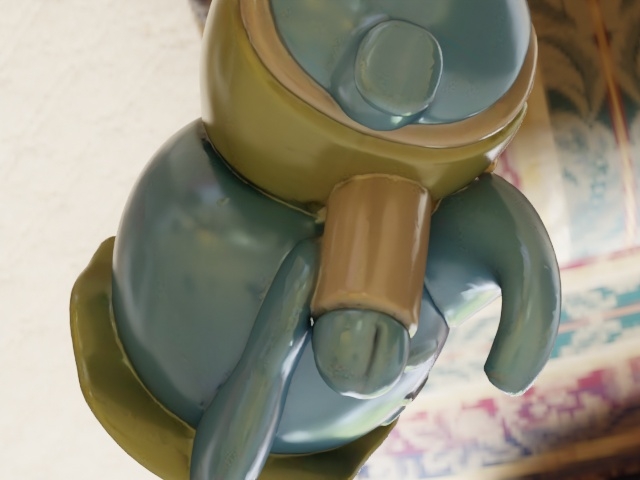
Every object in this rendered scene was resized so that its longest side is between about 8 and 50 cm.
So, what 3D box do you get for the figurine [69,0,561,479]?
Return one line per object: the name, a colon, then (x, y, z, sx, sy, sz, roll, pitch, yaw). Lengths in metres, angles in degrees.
figurine: (-0.003, -0.002, 0.624, 0.153, 0.180, 0.262, -3, 147, -26)
